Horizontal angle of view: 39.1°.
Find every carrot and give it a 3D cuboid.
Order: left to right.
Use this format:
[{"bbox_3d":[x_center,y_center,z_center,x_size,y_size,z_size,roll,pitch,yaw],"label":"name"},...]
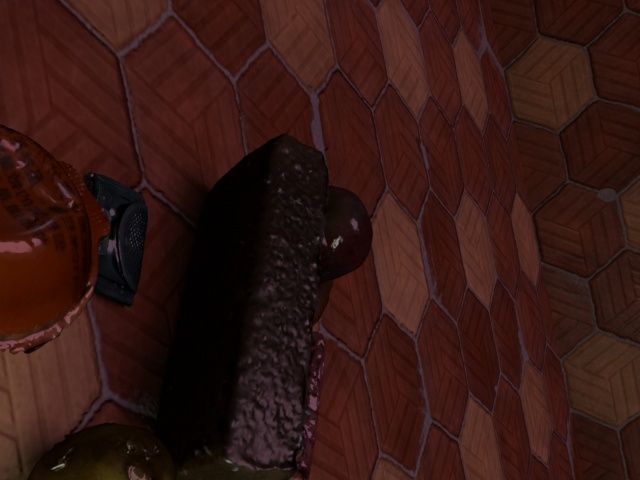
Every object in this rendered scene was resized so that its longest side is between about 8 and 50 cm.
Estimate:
[{"bbox_3d":[-0.001,0.065,1.349,0.216,0.048,0.048,-60,132,-60],"label":"carrot"}]

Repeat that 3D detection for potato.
[{"bbox_3d":[-0.198,0.246,0.792,0.137,0.137,0.176,42,65,-50],"label":"potato"}]

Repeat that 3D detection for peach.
[{"bbox_3d":[0.000,0.000,1.273,0.152,0.152,0.152,35,49,-54],"label":"peach"}]

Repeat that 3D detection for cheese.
[{"bbox_3d":[-0.298,0.005,0.674,0.217,0.129,0.329,54,40,7],"label":"cheese"}]

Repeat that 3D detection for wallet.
[{"bbox_3d":[-0.217,-0.001,0.957,0.088,0.026,0.129,35,50,-54],"label":"wallet"}]

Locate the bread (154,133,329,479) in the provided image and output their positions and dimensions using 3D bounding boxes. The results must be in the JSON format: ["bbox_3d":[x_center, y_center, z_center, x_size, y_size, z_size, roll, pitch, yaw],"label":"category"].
[{"bbox_3d":[-0.083,0.083,1.023,0.113,0.165,0.417,29,51,-31],"label":"bread"}]

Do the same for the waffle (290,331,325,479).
[{"bbox_3d":[-0.030,0.240,1.094,0.221,0.055,0.234,-77,180,-55],"label":"waffle"}]
